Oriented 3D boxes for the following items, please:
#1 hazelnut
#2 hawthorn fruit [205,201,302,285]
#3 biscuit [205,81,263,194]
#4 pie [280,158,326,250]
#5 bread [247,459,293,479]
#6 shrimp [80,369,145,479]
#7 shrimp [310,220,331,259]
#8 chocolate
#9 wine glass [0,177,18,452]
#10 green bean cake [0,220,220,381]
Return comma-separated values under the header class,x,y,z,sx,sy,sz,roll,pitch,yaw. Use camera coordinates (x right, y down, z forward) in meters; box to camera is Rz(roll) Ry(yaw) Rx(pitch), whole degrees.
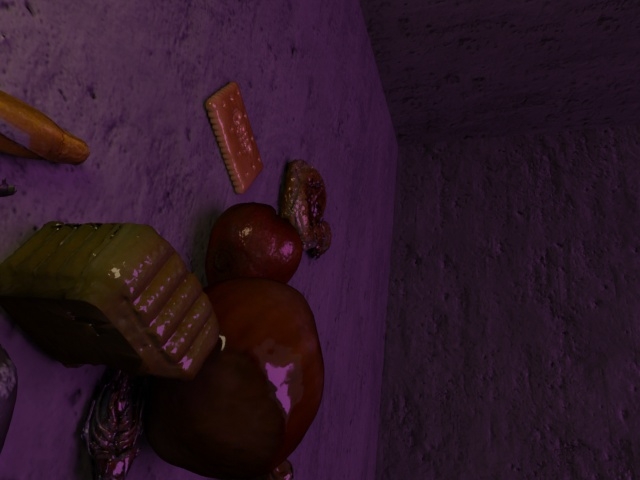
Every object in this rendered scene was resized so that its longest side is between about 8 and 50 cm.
class,x,y,z,sx,sy,sz,roll,pitch,yaw
hazelnut,-0.147,0.249,0.837,0.365,0.365,0.367,-1,90,-70
hawthorn fruit,-0.162,0.043,1.009,0.261,0.224,0.224,-61,151,-16
biscuit,-0.207,-0.256,1.134,0.160,0.030,0.250,-65,148,-51
pie,-0.050,-0.101,1.487,0.308,0.085,0.309,0,90,-70
bread,-0.130,0.573,1.075,0.232,0.087,0.128,130,-51,-57
shrimp,-0.325,0.275,0.714,0.090,0.079,0.233,11,73,-31
shrimp,-0.002,0.000,1.673,0.217,0.051,0.115,-54,132,-58
chocolate,-0.385,-0.145,0.567,0.219,0.085,0.086,17,73,-72
wine glass,-0.375,0.093,0.356,0.238,0.237,0.324,19,73,-69
green bean cake,-0.281,0.096,0.610,0.124,0.235,0.233,-66,147,-44
